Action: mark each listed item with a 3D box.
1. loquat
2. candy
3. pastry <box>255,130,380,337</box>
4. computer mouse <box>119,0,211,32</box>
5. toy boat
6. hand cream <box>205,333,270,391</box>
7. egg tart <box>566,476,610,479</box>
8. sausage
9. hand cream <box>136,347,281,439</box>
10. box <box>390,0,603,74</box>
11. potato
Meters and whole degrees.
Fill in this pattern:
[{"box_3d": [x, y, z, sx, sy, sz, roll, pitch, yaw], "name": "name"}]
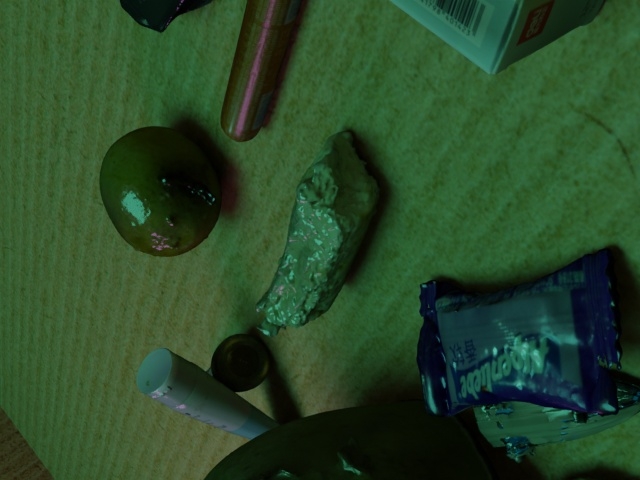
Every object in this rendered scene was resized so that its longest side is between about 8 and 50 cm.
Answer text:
[{"box_3d": [-0.212, -0.065, 1.306, 0.172, 0.149, 0.204, 62, 160, -17], "name": "loquat"}, {"box_3d": [0.180, 0.095, 0.948, 0.275, 0.070, 0.145, -16, 73, 56], "name": "candy"}, {"box_3d": [0.002, -0.003, 1.109, 0.089, 0.121, 0.258, 25, 136, 2], "name": "pastry"}, {"box_3d": [-0.166, -0.300, 1.111, 0.192, 0.062, 0.105, -18, 102, 52], "name": "computer mouse"}, {"box_3d": [0.235, 0.166, 0.978, 0.210, 0.066, 0.084, -22, 96, 49], "name": "toy boat"}, {"box_3d": [-0.143, 0.200, 1.525, 0.084, 0.084, 0.203, 56, 155, 2], "name": "hand cream"}, {"box_3d": [0.308, 0.378, 1.020, 0.291, 0.107, 0.290, 35, 142, 33], "name": "egg tart"}, {"box_3d": [-0.059, -0.214, 1.046, 0.053, 0.053, 0.347, 47, 148, 16], "name": "sausage"}, {"box_3d": [-0.128, 0.246, 1.442, 0.111, 0.070, 0.312, 5, 156, 43], "name": "hand cream"}, {"box_3d": [0.082, -0.245, 0.748, 0.269, 0.135, 0.079, 42, 142, 22], "name": "box"}, {"box_3d": [-0.010, 0.396, 1.157, 0.442, 0.320, 0.385, 130, 134, -56], "name": "potato"}]
